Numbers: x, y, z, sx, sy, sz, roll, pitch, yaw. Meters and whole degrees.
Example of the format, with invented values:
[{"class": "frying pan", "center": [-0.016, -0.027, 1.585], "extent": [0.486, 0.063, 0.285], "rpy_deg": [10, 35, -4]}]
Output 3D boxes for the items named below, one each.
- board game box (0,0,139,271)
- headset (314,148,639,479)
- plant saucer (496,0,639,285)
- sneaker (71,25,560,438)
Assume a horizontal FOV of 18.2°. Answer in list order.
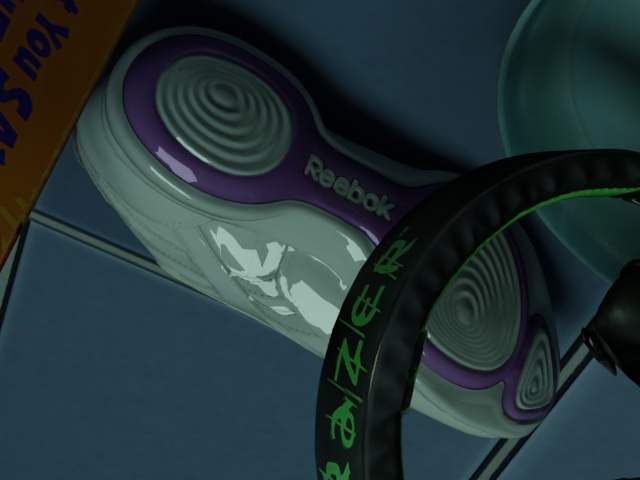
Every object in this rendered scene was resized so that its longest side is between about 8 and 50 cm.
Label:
[{"class": "board game box", "center": [-0.306, -0.090, 0.871], "extent": [0.356, 0.356, 0.356], "rpy_deg": [31, 144, -13]}, {"class": "headset", "center": [0.170, 0.101, 0.942], "extent": [0.394, 0.243, 0.185], "rpy_deg": [17, 174, -24]}, {"class": "plant saucer", "center": [0.239, -0.050, 0.912], "extent": [0.317, 0.043, 0.317], "rpy_deg": [14, 144, 10]}, {"class": "sneaker", "center": [0.000, 0.000, 1.070], "extent": [0.305, 0.114, 0.152], "rpy_deg": [39, 155, -16]}]
